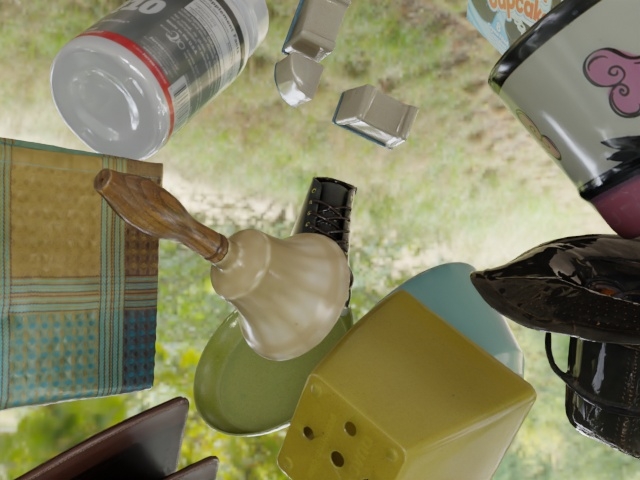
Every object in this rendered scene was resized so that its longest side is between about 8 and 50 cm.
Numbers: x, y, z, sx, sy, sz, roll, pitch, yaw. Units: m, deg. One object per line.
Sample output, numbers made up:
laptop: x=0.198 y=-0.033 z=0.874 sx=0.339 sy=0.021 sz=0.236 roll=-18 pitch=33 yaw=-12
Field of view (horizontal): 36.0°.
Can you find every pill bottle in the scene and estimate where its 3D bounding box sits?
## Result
pill bottle: x=-0.190 y=-0.234 z=1.232 sx=0.161 sy=0.283 sz=0.161 roll=16 pitch=131 yaw=19

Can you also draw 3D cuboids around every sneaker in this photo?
sneaker: x=0.000 y=0.000 z=1.108 sx=0.083 sy=0.118 sz=0.222 roll=14 pitch=-164 yaw=-11

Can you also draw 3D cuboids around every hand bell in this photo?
hand bell: x=-0.096 y=0.004 z=0.825 sx=0.126 sy=0.126 sz=0.242 roll=-14 pitch=148 yaw=34

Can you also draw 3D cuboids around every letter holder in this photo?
letter holder: x=-0.236 y=0.337 z=1.107 sx=0.302 sy=0.152 sz=0.214 roll=-25 pitch=142 yaw=-38

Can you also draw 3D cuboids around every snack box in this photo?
snack box: x=0.321 y=-0.323 z=1.431 sx=0.060 sy=0.322 sz=0.187 roll=-20 pitch=139 yaw=-15

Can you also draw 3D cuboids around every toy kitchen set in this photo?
toy kitchen set: x=0.045 y=-0.230 z=1.144 sx=0.166 sy=0.207 sz=0.122 roll=22 pitch=172 yaw=-17

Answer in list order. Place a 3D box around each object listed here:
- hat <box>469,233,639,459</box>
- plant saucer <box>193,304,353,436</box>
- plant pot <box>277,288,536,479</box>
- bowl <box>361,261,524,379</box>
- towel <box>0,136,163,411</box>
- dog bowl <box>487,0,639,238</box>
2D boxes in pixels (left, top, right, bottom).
hat: x=0.261 y=0.088 z=0.674 sx=0.332 sy=0.133 sz=0.331 roll=2 pitch=-170 yaw=0
plant saucer: x=-0.056 y=0.155 z=1.276 sx=0.241 sy=0.241 sz=0.037 roll=-12 pitch=134 yaw=29
plant pot: x=0.076 y=0.214 z=1.119 sx=0.187 sy=0.212 sz=0.212 roll=-16 pitch=135 yaw=-47
bowl: x=0.165 y=0.201 z=1.383 sx=0.312 sy=0.163 sz=0.311 roll=-30 pitch=146 yaw=-23
towel: x=-0.302 y=0.035 z=0.980 sx=0.040 sy=0.271 sz=0.370 roll=4 pitch=-179 yaw=36
dog bowl: x=0.329 y=-0.136 z=0.660 sx=0.408 sy=0.150 sz=0.408 roll=-24 pitch=175 yaw=-2
